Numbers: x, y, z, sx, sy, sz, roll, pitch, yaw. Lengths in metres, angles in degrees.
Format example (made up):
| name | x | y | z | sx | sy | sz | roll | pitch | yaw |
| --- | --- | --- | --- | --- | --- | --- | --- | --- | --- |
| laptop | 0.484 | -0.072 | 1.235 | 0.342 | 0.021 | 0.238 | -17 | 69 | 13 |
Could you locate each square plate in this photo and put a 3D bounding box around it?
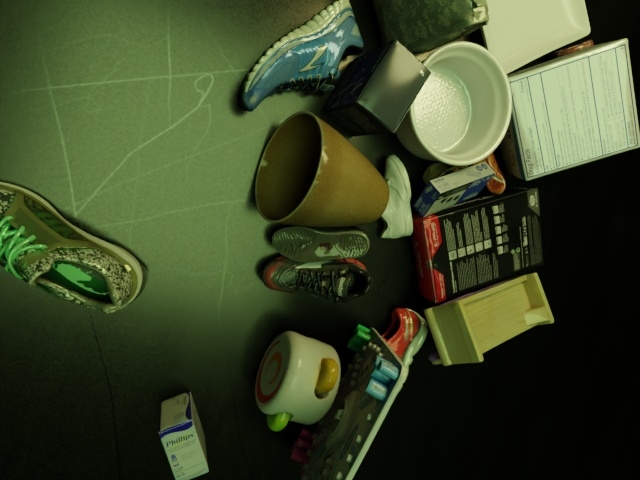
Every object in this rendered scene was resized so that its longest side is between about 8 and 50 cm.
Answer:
| name | x | y | z | sx | sy | sz | roll | pitch | yaw |
| --- | --- | --- | --- | --- | --- | --- | --- | --- | --- |
| square plate | 0.529 | -0.648 | 1.138 | 0.347 | 0.049 | 0.344 | -28 | 105 | -14 |

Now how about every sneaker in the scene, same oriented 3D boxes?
| name | x | y | z | sx | sy | sz | roll | pitch | yaw |
| --- | --- | --- | --- | --- | --- | --- | --- | --- | --- |
| sneaker | -0.517 | 0.016 | 0.793 | 0.410 | 0.182 | 0.158 | 29 | 88 | -22 |
| sneaker | 0.173 | 0.306 | 1.157 | 0.118 | 0.107 | 0.279 | 30 | 80 | -11 |
| sneaker | 0.000 | 0.000 | 1.036 | 0.222 | 0.118 | 0.083 | 4 | 103 | -1 |
| sneaker | 0.447 | -0.206 | 1.183 | 0.064 | 0.067 | 0.175 | -21 | 91 | 25 |
| sneaker | 0.002 | 0.089 | 1.025 | 0.276 | 0.135 | 0.097 | 5 | 99 | -20 |
| sneaker | 0.172 | -0.104 | 1.092 | 0.094 | 0.080 | 0.212 | -12 | 105 | -6 |
| sneaker | -0.032 | -0.373 | 0.937 | 0.330 | 0.130 | 0.147 | -39 | 107 | -10 |

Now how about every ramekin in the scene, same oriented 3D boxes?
| name | x | y | z | sx | sy | sz | roll | pitch | yaw |
| --- | --- | --- | --- | --- | --- | --- | --- | --- | --- |
| ramekin | 0.309 | -0.322 | 1.064 | 0.277 | 0.135 | 0.277 | -3 | 100 | -18 |

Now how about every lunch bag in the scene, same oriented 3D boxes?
| name | x | y | z | sx | sy | sz | roll | pitch | yaw |
| --- | --- | --- | --- | --- | --- | --- | --- | --- | --- |
| lunch bag | 0.238 | -0.539 | 0.924 | 0.169 | 0.287 | 0.235 | -23 | 105 | -15 |

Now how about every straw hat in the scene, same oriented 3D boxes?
| name | x | y | z | sx | sy | sz | roll | pitch | yaw |
| --- | --- | --- | --- | --- | --- | --- | --- | --- | --- |
| straw hat | 0.303 | -0.166 | 1.130 | 0.145 | 0.144 | 0.061 | -29 | 67 | -14 |

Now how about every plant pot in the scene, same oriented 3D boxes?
| name | x | y | z | sx | sy | sz | roll | pitch | yaw |
| --- | --- | --- | --- | --- | --- | --- | --- | --- | --- |
| plant pot | 0.023 | -0.123 | 0.968 | 0.254 | 0.237 | 0.237 | 17 | 93 | -38 |

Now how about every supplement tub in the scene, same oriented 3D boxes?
| name | x | y | z | sx | sy | sz | roll | pitch | yaw |
| --- | --- | --- | --- | --- | --- | --- | --- | --- | --- |
| supplement tub | 0.713 | -0.443 | 1.215 | 0.106 | 0.106 | 0.197 | -25 | 107 | -15 |

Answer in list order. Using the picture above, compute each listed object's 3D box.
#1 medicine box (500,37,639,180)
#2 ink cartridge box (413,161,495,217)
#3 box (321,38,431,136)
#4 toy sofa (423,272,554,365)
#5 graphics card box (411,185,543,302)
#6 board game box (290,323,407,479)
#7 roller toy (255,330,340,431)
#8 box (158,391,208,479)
| name | x | y | z | sx | sy | sz | roll | pitch | yaw |
| --- | --- | --- | --- | --- | --- | --- | --- | --- | --- |
| medicine box | 0.619 | -0.329 | 1.123 | 0.290 | 0.149 | 0.263 | -16 | 106 | 9 |
| ink cartridge box | 0.340 | -0.131 | 1.109 | 0.207 | 0.097 | 0.046 | -21 | 64 | -30 |
| box | 0.114 | -0.323 | 0.956 | 0.108 | 0.207 | 0.153 | 33 | 87 | -22 |
| toy sofa | 0.438 | 0.206 | 1.174 | 0.363 | 0.177 | 0.150 | -12 | 81 | -34 |
| graphics card box | 0.430 | 0.003 | 1.191 | 0.371 | 0.094 | 0.232 | -16 | 104 | -16 |
| board game box | 0.038 | 0.392 | 0.966 | 0.050 | 0.390 | 0.389 | 28 | 89 | -2 |
| roller toy | -0.047 | 0.317 | 1.013 | 0.146 | 0.191 | 0.209 | 25 | 107 | -23 |
| box | -0.305 | 0.436 | 0.974 | 0.072 | 0.126 | 0.137 | -16 | 104 | -16 |
